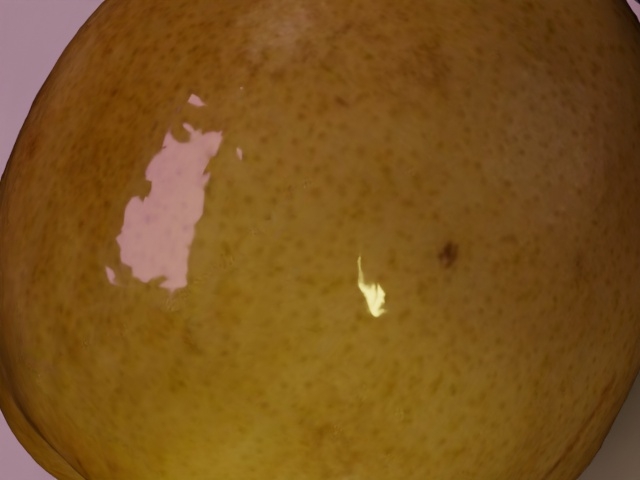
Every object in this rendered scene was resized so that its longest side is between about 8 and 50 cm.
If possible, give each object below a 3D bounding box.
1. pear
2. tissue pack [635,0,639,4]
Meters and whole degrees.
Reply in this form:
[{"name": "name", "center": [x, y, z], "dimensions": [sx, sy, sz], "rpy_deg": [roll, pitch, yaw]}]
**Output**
[{"name": "pear", "center": [0.000, 0.000, 0.677], "dimensions": [0.314, 0.314, 0.314], "rpy_deg": [-37, 42, 44]}, {"name": "tissue pack", "center": [0.199, -0.177, 0.518], "dimensions": [0.209, 0.137, 0.269], "rpy_deg": [-121, 22, -51]}]
